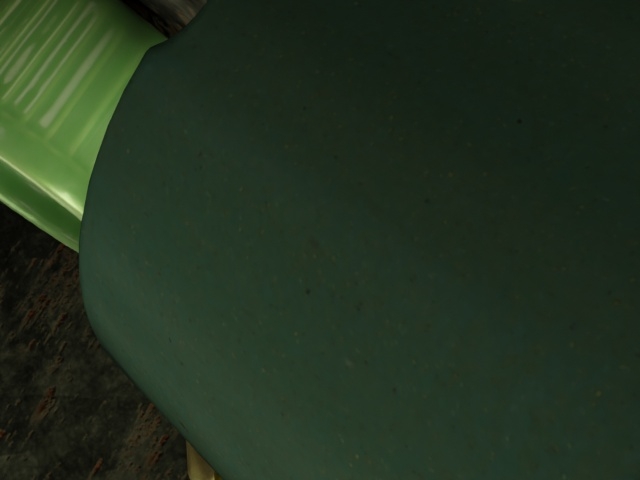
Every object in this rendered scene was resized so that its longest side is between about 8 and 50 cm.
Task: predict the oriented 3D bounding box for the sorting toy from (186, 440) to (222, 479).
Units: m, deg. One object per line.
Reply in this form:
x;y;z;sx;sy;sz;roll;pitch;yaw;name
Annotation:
-0.055;0.069;1.205;0.041;0.307;0.229;5;136;-14;sorting toy

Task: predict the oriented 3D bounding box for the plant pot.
0.109;0.041;0.630;0.334;0.341;0.341;36;173;30;plant pot

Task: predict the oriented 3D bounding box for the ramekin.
-0.209;-0.106;1.339;0.303;0.148;0.303;34;170;7;ramekin
